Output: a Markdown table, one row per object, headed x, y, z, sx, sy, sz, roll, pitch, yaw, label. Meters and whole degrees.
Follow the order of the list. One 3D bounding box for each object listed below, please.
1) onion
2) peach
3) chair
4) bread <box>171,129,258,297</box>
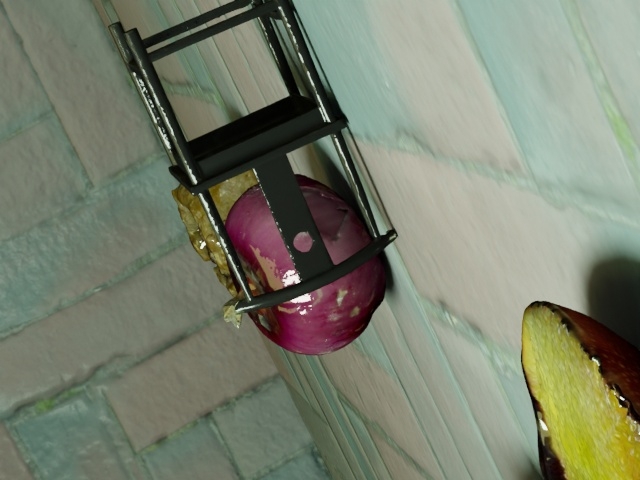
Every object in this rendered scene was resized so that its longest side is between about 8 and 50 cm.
| x | y | z | sx | sy | sz | roll | pitch | yaw | label |
| --- | --- | --- | --- | --- | --- | --- | --- | --- | --- |
| -0.021 | 0.025 | 1.510 | 0.177 | 0.153 | 0.177 | 63 | -175 | -11 | onion |
| 0.168 | 0.108 | 0.846 | 0.279 | 0.068 | 0.189 | 92 | 153 | -76 | peach |
| -0.060 | -0.089 | 1.375 | 0.141 | 0.154 | 0.260 | -141 | 27 | -73 | chair |
| -0.095 | -0.023 | 1.925 | 0.230 | 0.123 | 0.230 | 62 | 170 | 19 | bread |
